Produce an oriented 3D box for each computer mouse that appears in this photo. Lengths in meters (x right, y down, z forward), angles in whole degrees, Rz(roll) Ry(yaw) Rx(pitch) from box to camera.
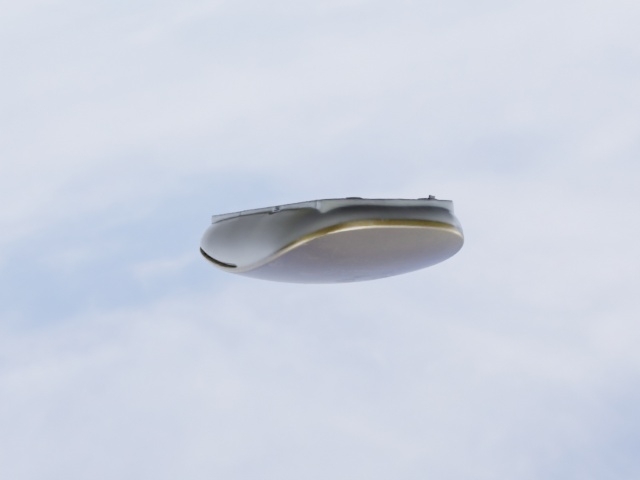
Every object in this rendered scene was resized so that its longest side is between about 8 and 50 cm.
[{"bbox_3d":[0.000,0.002,0.729,0.102,0.045,0.199,0,178,-25],"label":"computer mouse"}]
